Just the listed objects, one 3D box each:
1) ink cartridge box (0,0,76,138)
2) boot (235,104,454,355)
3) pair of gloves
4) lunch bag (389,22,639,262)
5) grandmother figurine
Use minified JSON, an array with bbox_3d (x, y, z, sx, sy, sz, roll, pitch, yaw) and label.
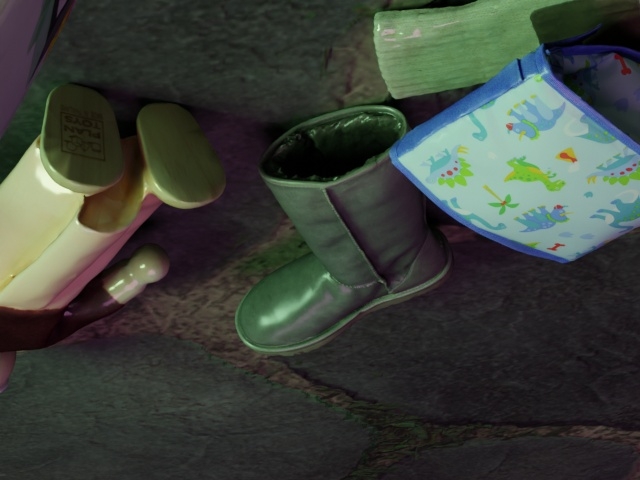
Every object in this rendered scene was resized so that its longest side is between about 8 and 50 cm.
[{"bbox_3d":[-0.158,-0.146,0.481,0.201,0.278,0.117,24,147,-4],"label":"ink cartridge box"},{"bbox_3d":[-0.002,-0.001,1.086,0.190,0.076,0.208,-28,157,6],"label":"boot"},{"bbox_3d":[0.158,-0.097,0.979,0.204,0.042,0.240,-12,147,19],"label":"pair of gloves"},{"bbox_3d":[0.136,-0.059,0.912,0.151,0.096,0.129,14,147,-38],"label":"lunch bag"},{"bbox_3d":[-0.208,0.026,1.057,0.208,0.104,0.342,16,142,-24],"label":"grandmother figurine"}]
